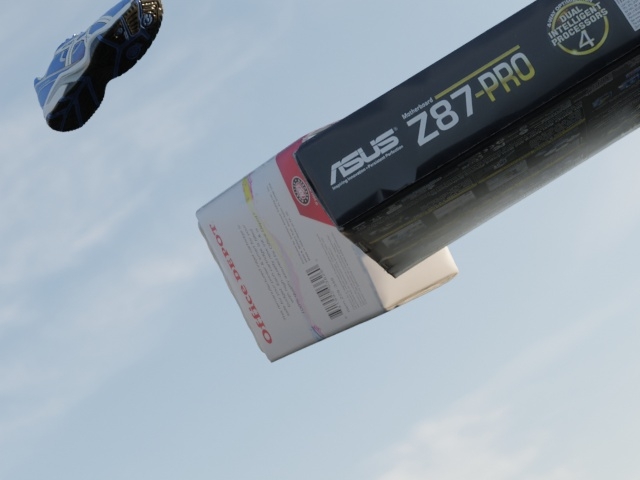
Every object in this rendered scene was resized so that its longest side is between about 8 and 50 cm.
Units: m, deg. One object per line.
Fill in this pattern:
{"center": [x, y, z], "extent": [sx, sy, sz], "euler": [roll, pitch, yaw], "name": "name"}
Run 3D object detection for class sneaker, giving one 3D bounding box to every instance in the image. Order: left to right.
{"center": [-0.277, -0.233, 1.786], "extent": [0.211, 0.081, 0.080], "euler": [-45, -33, 11], "name": "sneaker"}

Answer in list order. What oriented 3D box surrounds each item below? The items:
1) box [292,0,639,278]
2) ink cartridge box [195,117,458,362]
{"center": [0.191, -0.118, 1.362], "extent": [0.395, 0.097, 0.318], "euler": [-32, -15, 6], "name": "box"}
{"center": [0.000, 0.000, 1.790], "extent": [0.131, 0.226, 0.306], "euler": [-25, -1, -31], "name": "ink cartridge box"}
